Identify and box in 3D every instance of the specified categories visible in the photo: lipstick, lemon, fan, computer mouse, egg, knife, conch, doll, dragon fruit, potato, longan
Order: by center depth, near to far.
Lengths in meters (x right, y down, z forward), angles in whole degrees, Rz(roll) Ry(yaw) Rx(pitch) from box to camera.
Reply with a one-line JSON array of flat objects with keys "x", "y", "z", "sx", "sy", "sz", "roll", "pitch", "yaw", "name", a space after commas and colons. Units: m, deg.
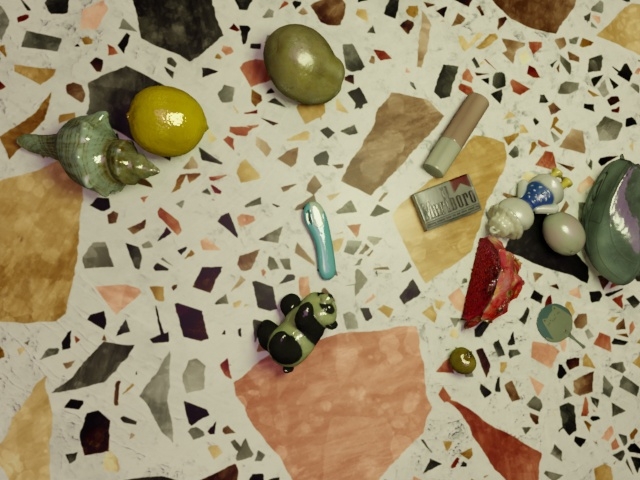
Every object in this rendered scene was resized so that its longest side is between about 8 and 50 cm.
[{"x": -0.583, "y": -0.232, "z": 1.157, "sx": 0.386, "sy": 0.169, "sz": 0.203, "roll": 21, "pitch": 72, "yaw": -6, "name": "conch"}, {"x": -0.387, "y": -0.302, "z": 1.180, "sx": 0.203, "sy": 0.178, "sz": 0.178, "roll": 3, "pitch": 86, "yaw": -28, "name": "lemon"}, {"x": -0.055, "y": 0.226, "z": 1.211, "sx": 0.135, "sy": 0.143, "sz": 0.234, "roll": 43, "pitch": 81, "yaw": -27, "name": "doll"}, {"x": -0.043, "y": -0.468, "z": 1.242, "sx": 0.235, "sy": 0.160, "sz": 0.178, "roll": 26, "pitch": 123, "yaw": -18, "name": "potato"}, {"x": 0.491, "y": 0.126, "z": 1.262, "sx": 0.126, "sy": 0.161, "sz": 0.274, "roll": 16, "pitch": 83, "yaw": -3, "name": "dragon fruit"}, {"x": 0.000, "y": 0.000, "z": 1.279, "sx": 0.064, "sy": 0.031, "sz": 0.222, "roll": -13, "pitch": 92, "yaw": -11, "name": "knife"}, {"x": 0.398, "y": 0.330, "z": 1.280, "sx": 0.075, "sy": 0.083, "sz": 0.075, "roll": 13, "pitch": 47, "yaw": -15, "name": "longan"}, {"x": 0.815, "y": -0.061, "z": 1.304, "sx": 0.121, "sy": 0.188, "sz": 0.371, "roll": 3, "pitch": 89, "yaw": 6, "name": "computer mouse"}, {"x": 0.591, "y": -0.102, "z": 1.317, "sx": 0.293, "sy": 0.119, "sz": 0.138, "roll": -36, "pitch": 67, "yaw": -13, "name": "doll"}, {"x": 0.388, "y": -0.301, "z": 1.321, "sx": 0.070, "sy": 0.070, "sz": 0.254, "roll": 34, "pitch": 83, "yaw": -4, "name": "lipstick"}, {"x": 0.696, "y": -0.021, "z": 1.324, "sx": 0.103, "sy": 0.103, "sz": 0.135, "roll": -32, "pitch": 90, "yaw": -8, "name": "egg"}, {"x": 0.713, "y": 0.261, "z": 1.358, "sx": 0.175, "sy": 0.005, "sz": 0.113, "roll": 40, "pitch": 83, "yaw": -3, "name": "fan"}]

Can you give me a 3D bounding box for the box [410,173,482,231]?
[{"x": 0.359, "y": -0.109, "z": 1.324, "sx": 0.177, "sy": 0.036, "sz": 0.115, "roll": -20, "pitch": 89, "yaw": -7, "name": "box"}]
